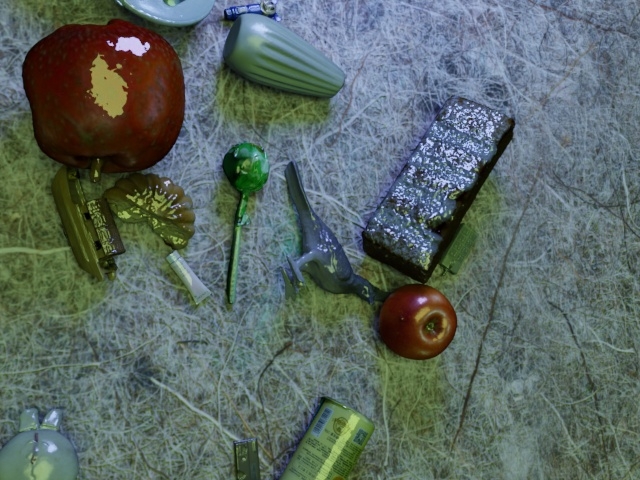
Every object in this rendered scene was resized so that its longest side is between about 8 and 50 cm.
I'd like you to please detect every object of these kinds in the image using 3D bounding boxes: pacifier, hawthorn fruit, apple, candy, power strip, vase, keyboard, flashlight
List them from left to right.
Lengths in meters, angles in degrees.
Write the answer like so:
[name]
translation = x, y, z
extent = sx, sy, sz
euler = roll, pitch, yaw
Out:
[hawthorn fruit]
translation = -0.370, -0.238, 1.085
extent = 0.276, 0.275, 0.299
euler = 6, 75, -19
[pacifier]
translation = -0.305, -0.571, 1.144
extent = 0.343, 0.269, 0.288
euler = 48, 47, -13
[candy]
translation = -0.160, -0.033, 1.250
extent = 0.097, 0.097, 0.323
euler = 7, 92, -19
[keyboard]
translation = -0.143, 0.458, 1.235
extent = 0.049, 0.015, 0.129
euler = -4, 86, -25
[flashlight]
translation = -0.140, -0.480, 1.307
extent = 0.121, 0.035, 0.057
euler = -14, 91, -21
[vase]
translation = -0.068, -0.364, 1.280
extent = 0.248, 0.128, 0.128
euler = 18, 79, -26
[apple]
translation = 0.205, 0.171, 1.314
extent = 0.164, 0.139, 0.163
euler = 0, 91, -28
[power strip]
translation = 0.313, 0.025, 1.433
extent = 0.051, 0.019, 0.136
euler = 37, 74, -15

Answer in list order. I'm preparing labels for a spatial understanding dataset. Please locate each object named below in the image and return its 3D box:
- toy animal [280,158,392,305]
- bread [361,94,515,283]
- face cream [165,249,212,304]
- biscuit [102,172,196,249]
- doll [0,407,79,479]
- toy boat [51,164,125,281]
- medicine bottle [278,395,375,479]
[toy animal]
translation = -0.009, 0.032, 1.278
extent = 0.367, 0.081, 0.206
euler = 53, 49, -10
[bread]
translation = 0.256, -0.120, 1.350
extent = 0.165, 0.113, 0.416
euler = 27, 73, 20
[face cream]
translation = -0.259, 0.071, 1.224
extent = 0.038, 0.020, 0.115
euler = -38, 102, -17
[biscuit]
translation = -0.315, -0.070, 1.196
extent = 0.183, 0.061, 0.118
euler = 29, 75, -14
[doll]
translation = -0.479, 0.429, 1.063
extent = 0.155, 0.113, 0.274
euler = 2, 85, -17
[toy boat]
translation = -0.420, -0.034, 1.144
extent = 0.088, 0.068, 0.225
euler = -20, 88, 7
[medicine bottle]
translation = 0.003, 0.437, 1.235
extent = 0.124, 0.124, 0.238
euler = 35, 76, -14
